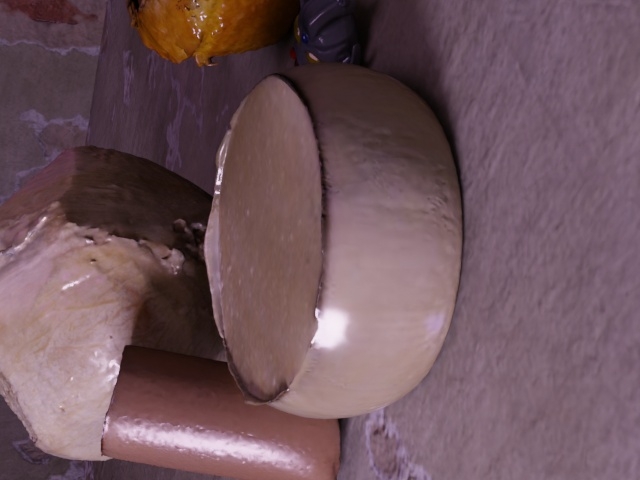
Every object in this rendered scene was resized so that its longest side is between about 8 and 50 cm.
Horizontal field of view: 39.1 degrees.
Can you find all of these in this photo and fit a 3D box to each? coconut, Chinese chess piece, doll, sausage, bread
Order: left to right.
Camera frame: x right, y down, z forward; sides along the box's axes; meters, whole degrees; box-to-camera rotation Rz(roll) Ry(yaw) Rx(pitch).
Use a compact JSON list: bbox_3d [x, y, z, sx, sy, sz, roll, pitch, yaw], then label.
[{"bbox_3d":[-0.254,0.062,1.177,0.404,0.405,0.404,-179,90,-67],"label":"coconut"},{"bbox_3d":[-0.140,-0.405,1.138,0.337,0.204,0.358,-61,39,43],"label":"bread"},{"bbox_3d":[-0.099,0.191,0.960,0.123,0.253,0.123,-169,90,-87],"label":"sausage"},{"bbox_3d":[0.000,0.000,0.861,0.338,0.140,0.338,-179,90,-65],"label":"Chinese chess piece"},{"bbox_3d":[0.000,-0.210,0.972,0.194,0.062,0.104,127,139,-64],"label":"doll"}]
